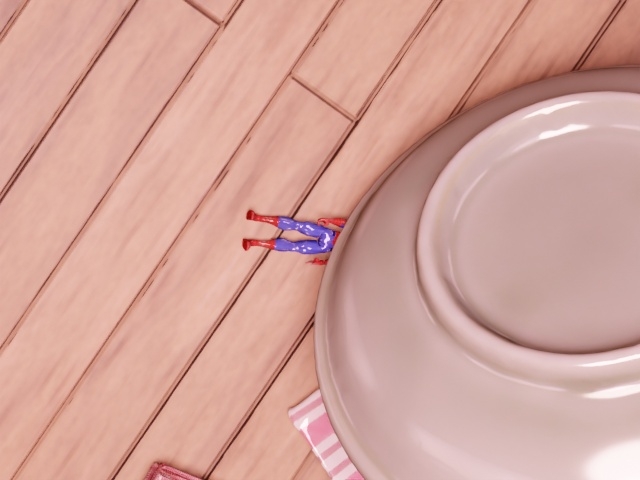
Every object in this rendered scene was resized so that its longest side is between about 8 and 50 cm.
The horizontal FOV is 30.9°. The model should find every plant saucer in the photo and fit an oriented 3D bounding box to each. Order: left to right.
[{"bbox_3d":[0.174,0.014,0.745,0.400,0.400,0.100,-35,139,-5],"label":"plant saucer"}]

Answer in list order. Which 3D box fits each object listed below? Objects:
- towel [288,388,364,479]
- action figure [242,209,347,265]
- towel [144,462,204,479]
[{"bbox_3d":[0.084,0.179,0.903,0.144,0.029,0.197,-32,92,2],"label":"towel"},{"bbox_3d":[0.000,0.000,0.886,0.115,0.030,0.038,6,93,-15],"label":"action figure"},{"bbox_3d":[-0.107,0.360,0.920,0.237,0.037,0.329,29,94,-17],"label":"towel"}]
